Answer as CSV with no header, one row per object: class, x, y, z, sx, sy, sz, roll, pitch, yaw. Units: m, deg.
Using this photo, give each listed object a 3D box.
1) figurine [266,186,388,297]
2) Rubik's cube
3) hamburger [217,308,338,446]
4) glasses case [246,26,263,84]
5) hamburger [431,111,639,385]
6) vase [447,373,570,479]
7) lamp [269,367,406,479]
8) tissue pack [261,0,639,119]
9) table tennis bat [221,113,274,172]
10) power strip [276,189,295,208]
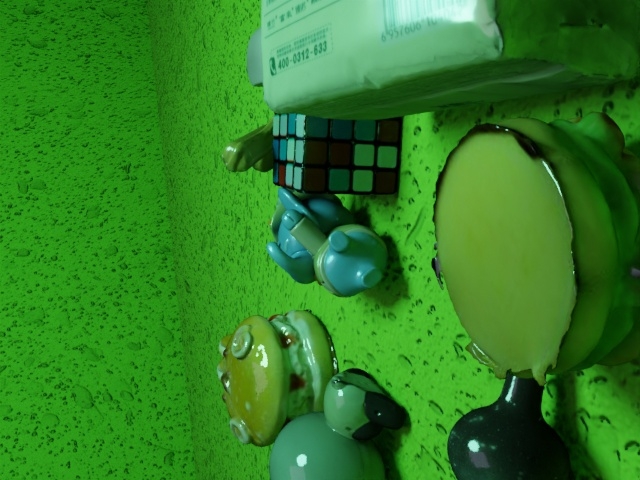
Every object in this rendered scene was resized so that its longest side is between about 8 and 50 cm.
figurine,0.004,-0.002,1.006,0.154,0.179,0.262,-69,17,3
Rubik's cube,0.020,-0.154,0.964,0.151,0.154,0.155,-155,66,-65
hamburger,-0.105,0.262,1.254,0.302,0.186,0.261,-137,51,-63
glasses case,-0.112,-0.387,1.335,0.297,0.075,0.113,-137,47,-73
hamburger,0.209,0.002,0.539,0.237,0.148,0.237,174,90,-75
vase,0.199,0.175,0.634,0.120,0.120,0.183,13,89,66
lamp,0.023,0.329,0.984,0.244,0.197,0.197,-64,27,5
tissue pack,0.104,-0.285,0.635,0.380,0.207,0.297,9,100,57
table tennis bat,-0.076,-0.187,1.098,0.198,0.050,0.321,-58,-6,33
power strip,-0.057,-0.037,1.271,0.213,0.064,0.199,-150,59,-63
